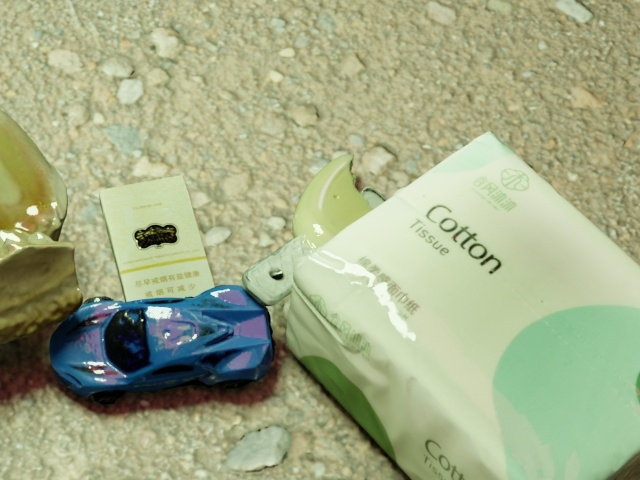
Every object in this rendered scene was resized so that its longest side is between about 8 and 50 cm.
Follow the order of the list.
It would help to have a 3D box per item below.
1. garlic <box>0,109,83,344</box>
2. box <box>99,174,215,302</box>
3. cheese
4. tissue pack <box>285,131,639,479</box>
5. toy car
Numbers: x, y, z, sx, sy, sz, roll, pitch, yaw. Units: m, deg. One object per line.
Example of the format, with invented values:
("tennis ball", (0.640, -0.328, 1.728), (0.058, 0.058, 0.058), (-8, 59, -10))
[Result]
("garlic", (-0.382, -0.005, 1.769), (0.279, 0.132, 0.325), (-32, 48, -23))
("box", (-0.163, 0.012, 1.863), (0.090, 0.024, 0.167), (-10, 57, -12))
("cheese", (-0.001, 0.001, 1.848), (0.127, 0.050, 0.235), (44, 42, 11))
("tissue pack", (0.176, 0.110, 1.732), (0.266, 0.194, 0.356), (-34, 65, -25))
("toy car", (-0.150, 0.095, 1.769), (0.216, 0.063, 0.103), (-6, 74, -11))
